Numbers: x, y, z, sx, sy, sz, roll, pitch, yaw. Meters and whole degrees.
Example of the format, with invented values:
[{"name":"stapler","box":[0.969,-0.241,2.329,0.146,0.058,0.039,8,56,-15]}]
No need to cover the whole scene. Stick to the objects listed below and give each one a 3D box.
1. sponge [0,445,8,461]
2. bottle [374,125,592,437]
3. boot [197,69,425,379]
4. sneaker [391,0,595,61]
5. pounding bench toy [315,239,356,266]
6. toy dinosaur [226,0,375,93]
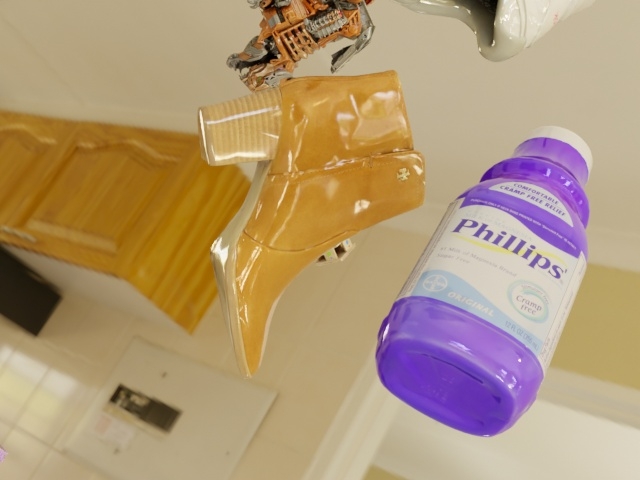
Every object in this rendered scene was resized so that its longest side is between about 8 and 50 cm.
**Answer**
[{"name":"sponge","box":[-0.380,0.129,0.845,0.210,0.031,0.117,30,-20,33]},{"name":"bottle","box":[0.143,0.014,0.708,0.118,0.283,0.092,27,-41,11]},{"name":"boot","box":[0.000,-0.011,0.893,0.104,0.211,0.295,-128,-148,-64]},{"name":"sneaker","box":[0.061,-0.203,0.559,0.232,0.115,0.090,42,-24,7]},{"name":"pounding bench toy","box":[0.000,0.000,1.460,0.083,0.052,0.065,-13,-70,36]},{"name":"toy dinosaur","box":[0.002,-0.325,1.088,0.218,0.322,0.164,46,-11,11]}]
